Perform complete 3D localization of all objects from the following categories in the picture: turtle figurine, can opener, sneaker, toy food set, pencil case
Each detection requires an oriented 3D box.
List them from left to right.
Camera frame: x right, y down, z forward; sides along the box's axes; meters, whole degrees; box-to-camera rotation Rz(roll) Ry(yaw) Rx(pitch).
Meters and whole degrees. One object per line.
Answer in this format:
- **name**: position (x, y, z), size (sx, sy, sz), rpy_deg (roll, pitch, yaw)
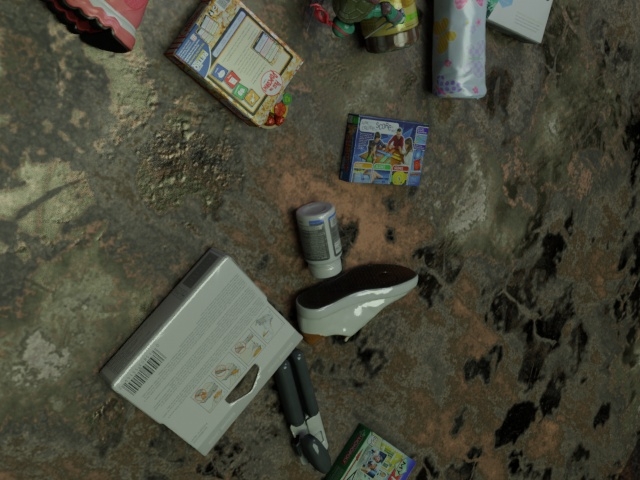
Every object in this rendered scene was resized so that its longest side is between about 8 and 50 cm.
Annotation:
- **sneaker**: position (-0.363, -0.401, 0.982), size (0.314, 0.116, 0.136), rpy_deg (41, 67, -46)
- **toy food set**: position (-0.091, -0.243, 1.288), size (0.083, 0.020, 0.082), rpy_deg (11, 97, -40)
- **can opener**: position (-0.026, 0.359, 1.480), size (0.076, 0.095, 0.283), rpy_deg (-29, 120, -30)
- **sneaker**: position (0.076, 0.135, 1.498), size (0.290, 0.106, 0.123), rpy_deg (-16, 123, -26)
- **turtle figurine**: position (0.076, -0.429, 1.231), size (0.175, 0.118, 0.234), rpy_deg (32, 114, -7)
- **pencil case**: position (0.291, -0.427, 1.473), size (0.124, 0.113, 0.273), rpy_deg (-15, 113, -37)

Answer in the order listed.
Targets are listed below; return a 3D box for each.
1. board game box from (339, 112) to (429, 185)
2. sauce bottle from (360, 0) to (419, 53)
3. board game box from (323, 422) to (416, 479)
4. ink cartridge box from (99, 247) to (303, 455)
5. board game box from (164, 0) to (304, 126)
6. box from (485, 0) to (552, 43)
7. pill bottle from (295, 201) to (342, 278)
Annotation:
- **board game box**: position (0.134, -0.185, 1.476), size (0.201, 0.035, 0.136), rpy_deg (0, 104, -39)
- **sauce bottle**: position (0.105, -0.521, 1.296), size (0.111, 0.111, 0.344), rpy_deg (-30, 122, -28)
- **board game box**: position (0.076, 0.611, 1.674), size (0.213, 0.046, 0.317), rpy_deg (43, 76, -38)
- **ink cartridge box**: position (-0.207, 0.206, 1.307), size (0.296, 0.066, 0.261), rpy_deg (-49, 128, -15)
- **board game box**: position (-0.140, -0.306, 1.198), size (0.193, 0.045, 0.146), rpy_deg (39, 79, -32)
- **box**: position (0.443, -0.621, 1.567), size (0.232, 0.058, 0.321), rpy_deg (6, 101, -40)
- **pill bottle**: position (0.000, 0.000, 1.399), size (0.078, 0.078, 0.137), rpy_deg (-25, 118, -31)
